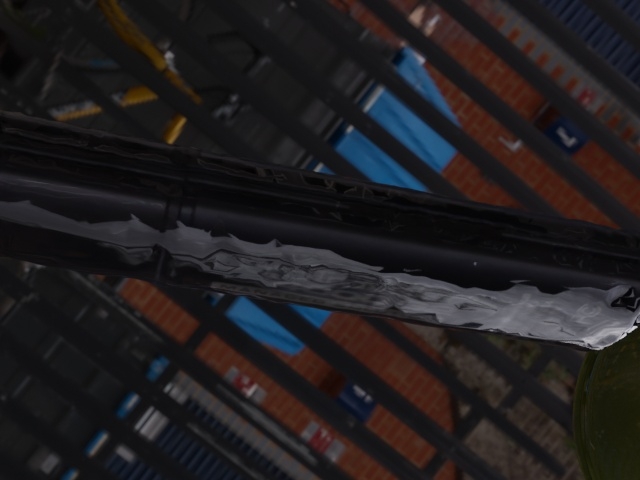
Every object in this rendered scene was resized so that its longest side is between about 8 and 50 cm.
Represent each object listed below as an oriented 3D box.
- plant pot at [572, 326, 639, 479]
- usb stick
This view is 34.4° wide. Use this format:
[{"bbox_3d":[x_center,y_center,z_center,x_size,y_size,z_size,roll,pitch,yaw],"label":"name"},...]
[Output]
[{"bbox_3d":[0.426,0.163,0.935,0.366,0.366,0.353,-51,165,-2],"label":"plant pot"},{"bbox_3d":[0.000,0.000,0.413,0.077,0.277,0.045,117,-20,-59],"label":"usb stick"}]
